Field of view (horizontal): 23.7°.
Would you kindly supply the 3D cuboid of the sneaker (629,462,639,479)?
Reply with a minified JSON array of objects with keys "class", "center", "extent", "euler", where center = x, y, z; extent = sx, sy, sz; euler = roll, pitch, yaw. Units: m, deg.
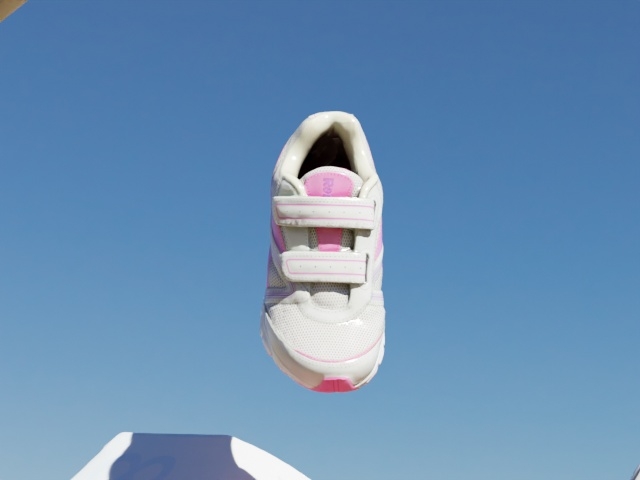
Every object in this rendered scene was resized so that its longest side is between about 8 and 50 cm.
[{"class":"sneaker","center":[0.161,0.228,0.632],"extent":[0.111,0.297,0.129],"euler":[0,-15,-2]}]

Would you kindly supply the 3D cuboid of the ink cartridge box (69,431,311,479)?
[{"class":"ink cartridge box","center":[-0.110,0.279,1.274],"extent":[0.385,0.091,0.308],"euler":[-7,24,37]}]

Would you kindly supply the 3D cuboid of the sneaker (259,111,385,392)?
[{"class":"sneaker","center":[0.000,0.000,1.215],"extent":[0.103,0.252,0.111],"euler":[-3,-34,-5]}]

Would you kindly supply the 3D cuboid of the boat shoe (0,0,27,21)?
[{"class":"boat shoe","center":[-0.125,-0.066,0.351],"extent":[0.340,0.127,0.158],"euler":[-31,2,15]}]
